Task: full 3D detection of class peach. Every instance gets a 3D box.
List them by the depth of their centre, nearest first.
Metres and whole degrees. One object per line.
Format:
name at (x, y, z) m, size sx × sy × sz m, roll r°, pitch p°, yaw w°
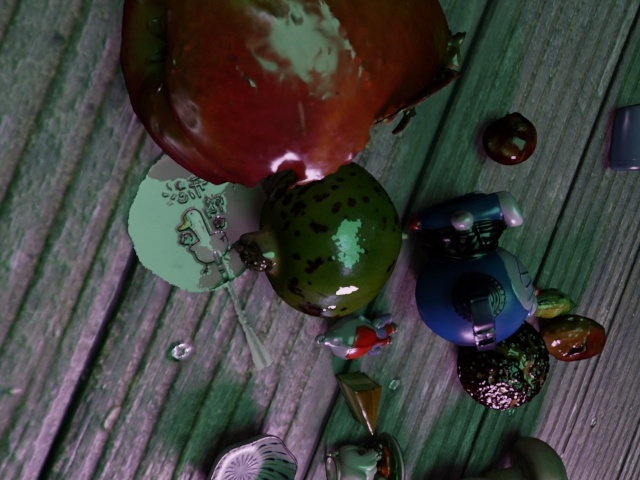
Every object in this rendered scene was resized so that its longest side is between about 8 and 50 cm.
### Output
peach at (-0.024, -0.247, 0.572) m, size 0.417 × 0.339 × 0.353 m, roll -5°, pitch 104°, yaw -34°

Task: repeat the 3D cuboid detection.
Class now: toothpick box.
toothpick box at (0.889, -0.292, 1.236) m, size 0.120 × 0.120 × 0.184 m, roll -11°, pitch 102°, yaw -29°

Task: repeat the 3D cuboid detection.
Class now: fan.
fan at (-0.166, 0.047, 0.737) m, size 0.233 × 0.012 × 0.414 m, roll -24°, pitch 109°, yaw -24°

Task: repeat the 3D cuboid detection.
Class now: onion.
onion at (0.423, -0.222, 0.973) m, size 0.117 × 0.118 × 0.118 m, roll -25°, pitch 113°, yaw -7°

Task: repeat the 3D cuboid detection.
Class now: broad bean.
broad bean at (0.703, 0.271, 1.221) m, size 0.229 × 0.156 × 0.122 m, roll 13°, pitch 59°, yaw -41°

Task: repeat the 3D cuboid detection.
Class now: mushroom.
mushroom at (0.579, 0.654, 1.230) m, size 0.206 × 0.209 × 0.206 m, roll -15°, pitch 107°, yaw -58°

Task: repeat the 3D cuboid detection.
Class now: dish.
dish at (-0.139, 0.432, 0.804) m, size 0.191 × 0.066 × 0.190 m, roll -7°, pitch 104°, yaw -31°

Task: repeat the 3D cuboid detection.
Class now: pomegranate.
pomegranate at (0.000, 0.000, 0.702) m, size 0.271 × 0.254 × 0.254 m, roll -16°, pitch 108°, yaw -24°

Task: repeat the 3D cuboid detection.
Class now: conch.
conch at (0.606, 0.169, 1.176) m, size 0.201 × 0.095 × 0.079 m, roll -4°, pitch 72°, yaw -30°

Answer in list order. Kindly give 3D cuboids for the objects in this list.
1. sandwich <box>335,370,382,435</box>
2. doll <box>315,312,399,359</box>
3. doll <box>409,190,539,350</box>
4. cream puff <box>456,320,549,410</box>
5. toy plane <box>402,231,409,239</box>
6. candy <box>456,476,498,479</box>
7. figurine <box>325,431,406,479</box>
sandwich at (0.069, 0.340, 0.904) m, size 0.074 × 0.074 × 0.116 m, roll 2°, pitch 100°, yaw -33°
doll at (0.076, 0.191, 0.875) m, size 0.228 × 0.075 × 0.102 m, roll 5°, pitch 107°, yaw -41°
doll at (0.306, 0.069, 0.901) m, size 0.240 × 0.284 × 0.309 m, roll -15°, pitch 97°, yaw 13°
cream puff at (0.450, 0.299, 1.069) m, size 0.239 × 0.165 × 0.239 m, roll -5°, pitch 100°, yaw -31°
toy plane at (0.131, -0.015, 0.886) m, size 0.111 × 0.040 × 0.102 m, roll 6°, pitch 99°, yaw -32°
candy at (0.396, 0.784, 1.080) m, size 0.386 × 0.186 × 0.426 m, roll -28°, pitch 100°, yaw -3°
figurine at (0.085, 0.481, 0.927) m, size 0.154 × 0.132 × 0.132 m, roll 4°, pitch 98°, yaw -19°
